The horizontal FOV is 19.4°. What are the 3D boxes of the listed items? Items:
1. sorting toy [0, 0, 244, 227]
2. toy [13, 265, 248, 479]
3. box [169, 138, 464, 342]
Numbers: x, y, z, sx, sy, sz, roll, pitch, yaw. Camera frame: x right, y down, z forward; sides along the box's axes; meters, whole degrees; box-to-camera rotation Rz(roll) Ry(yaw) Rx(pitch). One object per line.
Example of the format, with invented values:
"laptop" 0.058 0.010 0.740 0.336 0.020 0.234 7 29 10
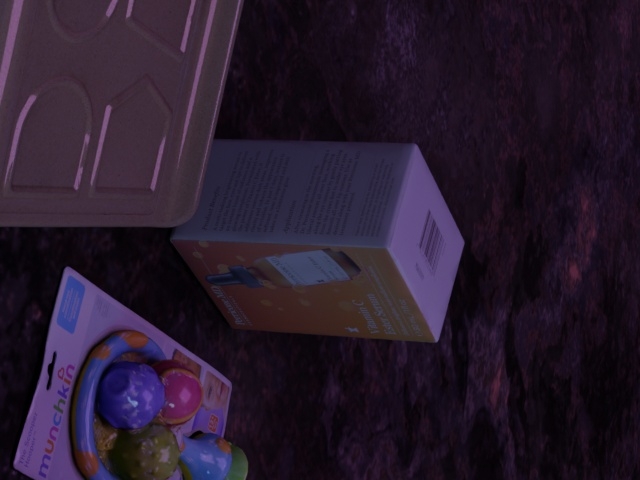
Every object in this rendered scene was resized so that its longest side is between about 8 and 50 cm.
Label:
"sorting toy" -0.128 -0.159 1.153 0.229 0.041 0.307 2 103 -57
"toy" -0.110 0.124 1.273 0.237 0.056 0.137 46 51 -58
"box" 0.000 0.000 1.357 0.130 0.170 0.091 58 41 -51
